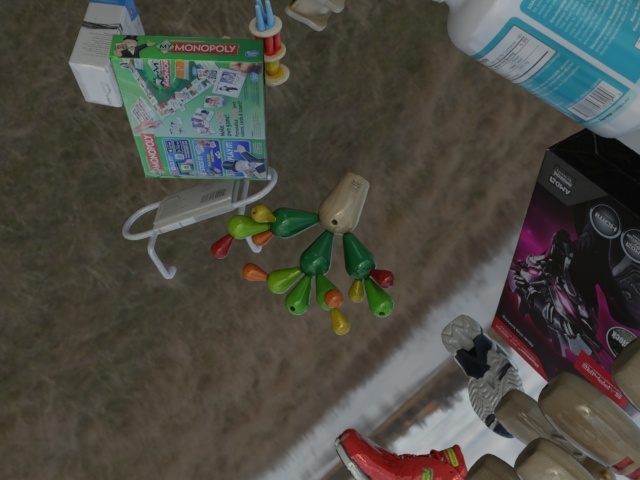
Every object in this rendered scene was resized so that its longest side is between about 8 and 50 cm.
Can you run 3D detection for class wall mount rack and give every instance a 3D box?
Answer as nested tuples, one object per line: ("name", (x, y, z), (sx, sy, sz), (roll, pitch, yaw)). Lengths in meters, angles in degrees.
("wall mount rack", (-0.225, -0.066, 1.617), (0.350, 0.130, 0.304), (-17, -145, 15))

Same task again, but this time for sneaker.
("sneaker", (0.303, 0.245, 1.306), (0.094, 0.235, 0.153), (-44, 133, 10))
("sneaker", (0.150, 0.331, 1.099), (0.118, 0.279, 0.107), (-57, -172, 9))

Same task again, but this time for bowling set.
("bowling set", (0.198, 0.210, 0.584), (0.200, 0.154, 0.287), (-46, 173, -19))

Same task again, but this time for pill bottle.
("pill bottle", (0.233, -0.227, 0.785), (0.146, 0.264, 0.146), (-58, -170, 17))

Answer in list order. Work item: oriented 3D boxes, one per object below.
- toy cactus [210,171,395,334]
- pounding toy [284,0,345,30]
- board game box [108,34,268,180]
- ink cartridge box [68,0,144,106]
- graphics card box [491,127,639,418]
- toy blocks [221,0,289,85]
("toy cactus", (0.000, 0.000, 0.900), (0.180, 0.219, 0.112), (-63, 170, -13))
("pounding toy", (0.010, -0.599, 1.685), (0.155, 0.154, 0.269), (-37, -154, 40))
("board game box", (-0.191, -0.195, 1.211), (0.214, 0.046, 0.317), (2, 153, -2))
("ink cartridge box", (-0.452, -0.411, 1.646), (0.148, 0.086, 0.203), (92, 8, -66))
("graphics card box", (0.357, 0.065, 0.985), (0.094, 0.233, 0.370), (-26, 144, -24))
("toy blocks", (-0.116, -0.304, 1.216), (0.123, 0.054, 0.148), (-21, 144, -9))
